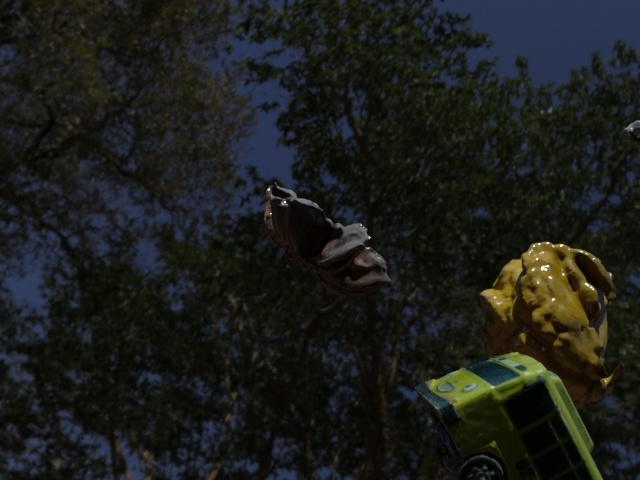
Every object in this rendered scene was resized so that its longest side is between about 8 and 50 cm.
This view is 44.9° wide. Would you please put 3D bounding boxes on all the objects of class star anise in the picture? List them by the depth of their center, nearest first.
[{"bbox_3d":[0.000,0.000,1.129,0.236,0.093,0.229,35,-11,30],"label":"star anise"}]

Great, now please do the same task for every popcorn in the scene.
[{"bbox_3d":[0.331,0.114,1.104,0.190,0.250,0.250,-14,-58,24],"label":"popcorn"}]

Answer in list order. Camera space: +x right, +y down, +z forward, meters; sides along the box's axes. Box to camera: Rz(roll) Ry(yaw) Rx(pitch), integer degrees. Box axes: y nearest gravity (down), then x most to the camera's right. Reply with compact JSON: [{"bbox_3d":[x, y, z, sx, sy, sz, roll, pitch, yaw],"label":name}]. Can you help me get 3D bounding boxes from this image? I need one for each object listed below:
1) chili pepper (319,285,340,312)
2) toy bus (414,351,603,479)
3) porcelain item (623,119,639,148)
[{"bbox_3d":[0.036,0.054,1.422,0.073,0.072,0.204,16,-39,21],"label":"chili pepper"},{"bbox_3d":[0.143,0.166,0.537,0.101,0.088,0.175,-27,-88,-3],"label":"toy bus"},{"bbox_3d":[0.415,-0.122,0.961,0.083,0.028,0.036,23,-62,-1],"label":"porcelain item"}]
